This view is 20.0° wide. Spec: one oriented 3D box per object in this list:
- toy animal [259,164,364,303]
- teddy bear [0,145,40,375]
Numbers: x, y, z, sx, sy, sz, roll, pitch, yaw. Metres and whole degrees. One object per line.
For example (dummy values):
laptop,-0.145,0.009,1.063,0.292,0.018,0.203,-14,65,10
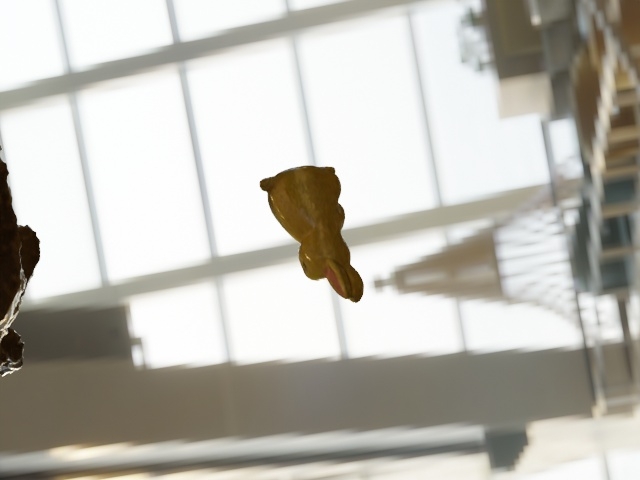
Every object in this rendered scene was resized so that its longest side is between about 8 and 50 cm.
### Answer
toy animal,-0.003,0.001,1.856,0.070,0.083,0.159,-50,51,44
teddy bear,-0.409,0.026,1.924,0.222,0.246,0.296,-16,97,56
